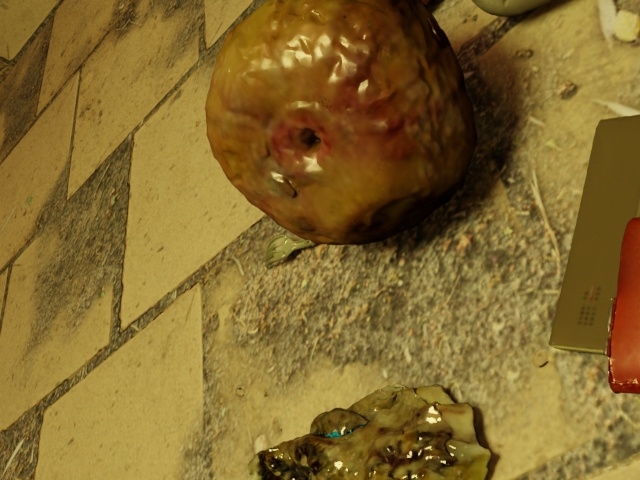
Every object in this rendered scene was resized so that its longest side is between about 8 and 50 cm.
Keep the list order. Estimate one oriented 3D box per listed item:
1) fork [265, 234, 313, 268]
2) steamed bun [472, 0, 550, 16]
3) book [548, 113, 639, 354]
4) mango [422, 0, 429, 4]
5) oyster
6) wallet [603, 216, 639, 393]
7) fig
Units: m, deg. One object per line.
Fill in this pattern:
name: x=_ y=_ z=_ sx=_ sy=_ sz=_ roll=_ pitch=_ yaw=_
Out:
fork: x=-0.005 y=-0.003 z=0.994 sx=0.219 sy=0.028 sz=0.034 roll=-21 pitch=49 yaw=44
steamed bun: x=0.198 y=-0.447 z=0.828 sx=0.247 sy=0.236 sz=0.384 roll=-15 pitch=61 yaw=37
book: x=0.324 y=-0.009 z=0.591 sx=0.310 sy=0.021 sz=0.217 roll=-1 pitch=68 yaw=51
mango: x=0.120 y=-0.365 z=1.015 sx=0.217 sy=0.102 sz=0.141 roll=-55 pitch=12 yaw=0
oyster: x=0.043 y=0.216 z=0.753 sx=0.223 sy=0.083 sz=0.214 roll=-53 pitch=38 yaw=2
wallet: x=0.298 y=0.039 z=0.536 sx=0.204 sy=0.045 sz=0.142 roll=-8 pitch=61 yaw=48
fig: x=0.046 y=-0.178 z=0.894 sx=0.286 sy=0.286 sz=0.369 roll=-31 pitch=20 yaw=37
